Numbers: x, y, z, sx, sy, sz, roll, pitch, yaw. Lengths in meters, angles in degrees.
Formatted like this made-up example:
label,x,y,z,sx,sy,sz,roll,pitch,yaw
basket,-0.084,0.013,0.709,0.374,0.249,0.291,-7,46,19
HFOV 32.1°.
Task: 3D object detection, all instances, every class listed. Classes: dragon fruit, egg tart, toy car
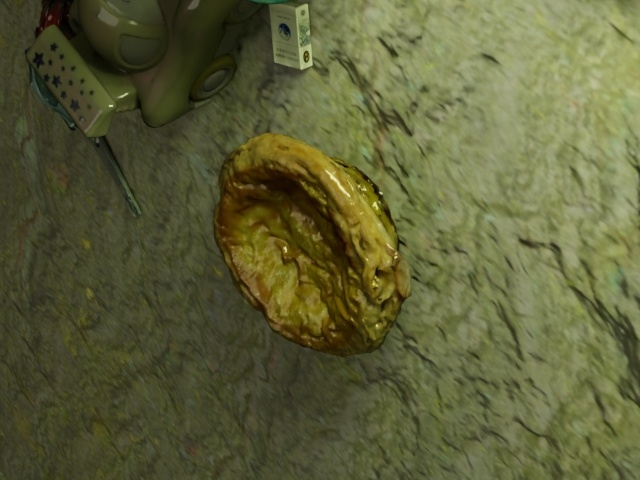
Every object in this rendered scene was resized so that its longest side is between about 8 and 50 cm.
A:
label,x,y,z,sx,sy,sz,roll,pitch,yaw
dragon fruit,-0.382,-0.328,1.738,0.121,0.130,0.142,-120,17,-68
egg tart,-0.002,0.001,1.473,0.341,0.129,0.341,26,130,36
toy car,-0.231,-0.320,1.465,0.242,0.226,0.336,52,143,14

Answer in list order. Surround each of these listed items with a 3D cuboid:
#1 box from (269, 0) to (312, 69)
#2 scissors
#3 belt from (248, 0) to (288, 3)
label,x,y,z,sx,sy,sz,roll,pitch,yaw
box,-0.038,-0.267,1.438,0.054,0.024,0.083,24,129,42
scissors,-0.398,-0.194,1.897,0.191,0.029,0.360,-29,88,51
belt,-0.069,-0.463,1.125,0.173,0.300,0.436,28,131,36
